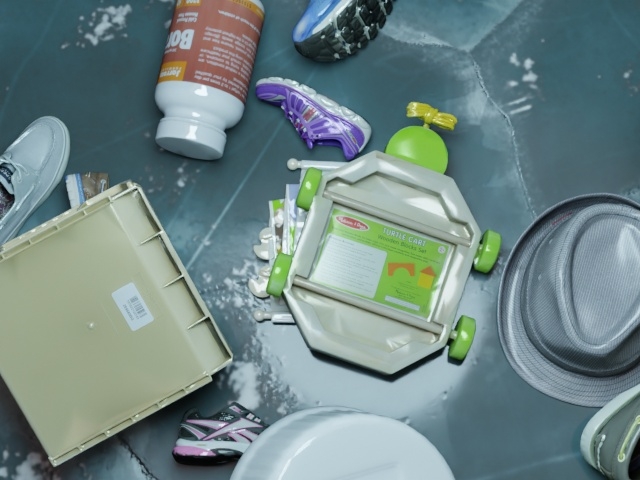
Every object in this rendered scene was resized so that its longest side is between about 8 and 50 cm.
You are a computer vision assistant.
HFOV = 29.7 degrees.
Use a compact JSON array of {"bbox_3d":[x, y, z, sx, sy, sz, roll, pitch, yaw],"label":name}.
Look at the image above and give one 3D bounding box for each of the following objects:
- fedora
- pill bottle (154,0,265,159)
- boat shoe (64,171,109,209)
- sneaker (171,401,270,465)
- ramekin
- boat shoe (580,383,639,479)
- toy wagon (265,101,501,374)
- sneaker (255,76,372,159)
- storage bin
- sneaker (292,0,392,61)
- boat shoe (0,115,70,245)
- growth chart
[{"bbox_3d":[0.348,0.064,1.499,0.243,0.124,0.276,23,80,9],"label":"fedora"},{"bbox_3d":[-0.151,-0.223,1.597,0.121,0.121,0.216,10,78,6],"label":"pill bottle"},{"bbox_3d":[-0.287,-0.007,1.586,0.066,0.066,0.183,-14,81,-8],"label":"boat shoe"},{"bbox_3d":[-0.096,0.240,1.519,0.178,0.072,0.077,3,67,-1],"label":"sneaker"},{"bbox_3d":[0.033,0.329,1.410,0.277,0.135,0.277,4,78,-17],"label":"ramekin"},{"bbox_3d":[0.454,0.182,1.463,0.305,0.091,0.109,-43,114,-3],"label":"boat shoe"},{"bbox_3d":[0.094,-0.007,1.545,0.267,0.068,0.345,19,78,-4],"label":"toy wagon"},{"bbox_3d":[-0.017,-0.163,1.605,0.169,0.068,0.071,29,86,9],"label":"sneaker"},{"bbox_3d":[-0.280,0.095,1.490,0.260,0.123,0.262,-28,98,-4],"label":"storage bin"},{"bbox_3d":[0.040,-0.388,1.634,0.147,0.130,0.330,23,72,17],"label":"sneaker"},{"bbox_3d":[-0.411,-0.071,1.600,0.079,0.081,0.228,29,81,9],"label":"boat shoe"},{"bbox_3d":[0.000,0.000,1.589,0.171,0.021,0.237,9,78,6],"label":"growth chart"}]
